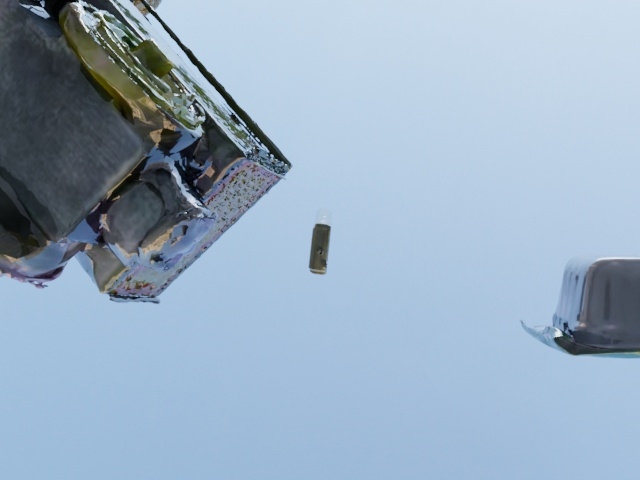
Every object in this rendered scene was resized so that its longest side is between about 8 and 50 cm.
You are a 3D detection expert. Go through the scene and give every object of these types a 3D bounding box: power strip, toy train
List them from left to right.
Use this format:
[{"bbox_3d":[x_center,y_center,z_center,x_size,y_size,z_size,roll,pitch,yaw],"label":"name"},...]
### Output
[{"bbox_3d":[-0.146,-0.081,0.457,0.134,0.177,0.261,-43,-103,7],"label":"toy train"},{"bbox_3d":[0.000,0.000,1.259,0.028,0.169,0.076,7,-79,0],"label":"power strip"}]

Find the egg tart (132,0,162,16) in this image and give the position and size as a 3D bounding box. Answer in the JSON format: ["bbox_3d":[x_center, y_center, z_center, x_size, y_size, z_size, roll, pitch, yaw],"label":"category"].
[{"bbox_3d":[-0.231,-0.292,0.992,0.130,0.052,0.130,-7,-136,7],"label":"egg tart"}]

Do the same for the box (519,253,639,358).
[{"bbox_3d":[0.409,0.067,0.957,0.337,0.264,0.106,-1,-89,4],"label":"box"}]
